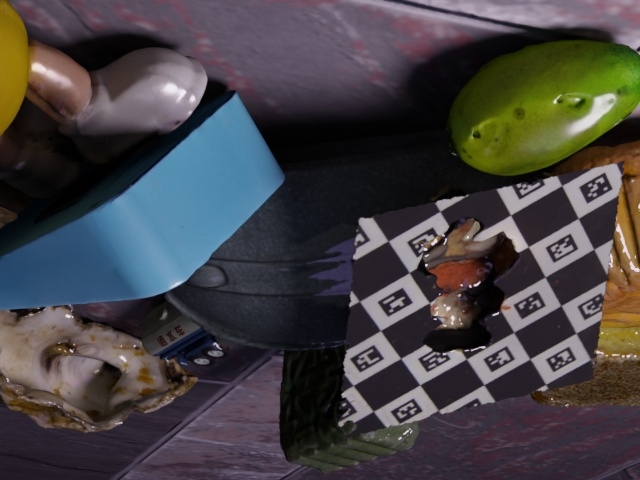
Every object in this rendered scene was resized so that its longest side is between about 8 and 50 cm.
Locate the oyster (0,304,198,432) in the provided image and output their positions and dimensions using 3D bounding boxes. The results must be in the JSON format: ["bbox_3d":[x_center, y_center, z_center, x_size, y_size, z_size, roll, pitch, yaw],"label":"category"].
[{"bbox_3d":[-0.290,0.158,1.953,0.110,0.166,0.341,-26,165,29],"label":"oyster"}]

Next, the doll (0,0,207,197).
[{"bbox_3d":[-0.286,-0.129,1.240,0.348,0.161,0.423,-22,155,4],"label":"doll"}]

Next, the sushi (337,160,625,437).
[{"bbox_3d":[0.134,0.045,1.470,0.264,0.050,0.290,-12,135,-13],"label":"sushi"}]

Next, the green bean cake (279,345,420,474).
[{"bbox_3d":[0.029,0.170,1.922,0.094,0.183,0.185,16,153,-33],"label":"green bean cake"}]

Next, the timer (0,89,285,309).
[{"bbox_3d":[-0.182,-0.017,1.408,0.250,0.232,0.091,-18,110,37],"label":"timer"}]

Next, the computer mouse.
[{"bbox_3d":[-0.001,0.000,1.524,0.374,0.114,0.203,-12,124,14],"label":"computer mouse"}]

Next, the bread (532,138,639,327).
[{"bbox_3d":[0.313,-0.007,1.563,0.274,0.149,0.274,-6,162,-2],"label":"bread"}]

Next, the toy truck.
[{"bbox_3d":[-0.135,0.086,1.868,0.088,0.074,0.202,22,150,-27],"label":"toy truck"}]

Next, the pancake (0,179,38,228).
[{"bbox_3d":[-0.365,-0.038,1.581,0.242,0.050,0.242,7,161,2],"label":"pancake"}]

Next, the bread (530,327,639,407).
[{"bbox_3d":[0.351,0.121,1.926,0.184,0.110,0.234,0,160,-12],"label":"bread"}]

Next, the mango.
[{"bbox_3d":[0.188,-0.116,1.358,0.178,0.100,0.119,-21,-171,23],"label":"mango"}]
